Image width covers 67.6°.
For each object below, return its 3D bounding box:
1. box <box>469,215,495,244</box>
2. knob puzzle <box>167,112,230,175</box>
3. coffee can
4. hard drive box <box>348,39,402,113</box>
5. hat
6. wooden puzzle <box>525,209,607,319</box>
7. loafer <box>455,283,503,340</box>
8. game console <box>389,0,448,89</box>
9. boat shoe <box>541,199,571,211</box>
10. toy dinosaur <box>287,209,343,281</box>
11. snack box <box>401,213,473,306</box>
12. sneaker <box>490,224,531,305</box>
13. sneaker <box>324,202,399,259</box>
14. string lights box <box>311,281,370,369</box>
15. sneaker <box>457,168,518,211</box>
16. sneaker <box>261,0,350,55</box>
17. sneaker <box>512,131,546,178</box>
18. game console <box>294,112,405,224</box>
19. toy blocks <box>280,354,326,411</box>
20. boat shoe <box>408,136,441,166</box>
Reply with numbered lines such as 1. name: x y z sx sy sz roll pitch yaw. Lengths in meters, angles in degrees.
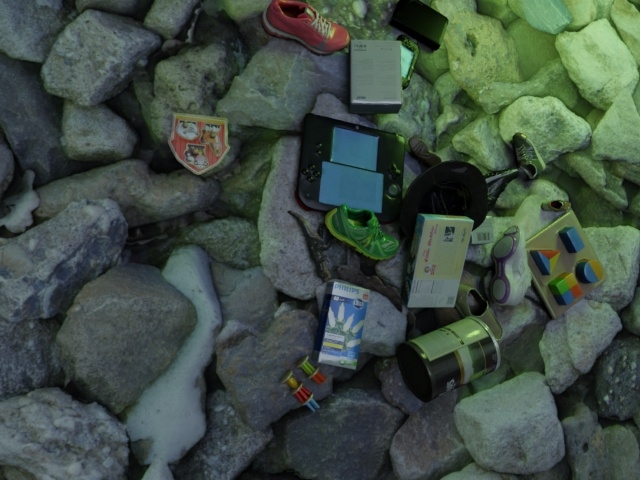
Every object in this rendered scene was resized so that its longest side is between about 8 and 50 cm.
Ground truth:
1. box: 0.569 -0.034 1.755 0.101 0.087 0.102 -4 84 -18
2. knob puzzle: -0.381 -0.303 1.505 0.212 0.030 0.214 2 83 -18
3. coffee can: 0.426 0.392 1.600 0.275 0.201 0.202 -17 89 -19
4. hard drive box: 0.188 -0.569 1.667 0.180 0.089 0.233 1 83 -2
5. hat: 0.413 -0.134 1.676 0.330 0.134 0.332 -4 111 -11
6. wooden puzzle: 0.969 0.090 1.876 0.347 0.080 0.322 -31 94 -19
7. loafer: 0.569 0.268 1.718 0.102 0.092 0.268 -45 98 -17
8. game console: 0.341 -0.726 1.783 0.213 0.044 0.362 23 78 -14
9. boat shoe: 0.956 -0.139 1.916 0.135 0.045 0.050 -6 86 -19
10. toy dinosaur: 0.000 0.000 1.582 0.118 0.064 0.269 -25 89 -12
11. snack box: 0.397 0.073 1.636 0.186 0.060 0.323 3 107 -17
12. sneaker: 0.723 0.098 1.795 0.152 0.114 0.306 14 84 -29
13. sneaker: 0.155 -0.028 1.574 0.295 0.123 0.110 24 42 -27
14. string lights box: 0.067 0.275 1.561 0.133 0.076 0.260 14 80 -15
15. sneaker: 0.625 -0.176 1.793 0.283 0.107 0.124 -24 99 -11
16. sneaker: -0.037 -0.722 1.609 0.313 0.136 0.116 10 82 -17
17. sneaker: 0.807 -0.327 1.877 0.086 0.064 0.192 -44 101 -22
18. game console: 0.109 -0.242 1.644 0.385 0.060 0.343 10 81 -18
19. toy blocks: -0.035 0.456 1.512 0.123 0.054 0.148 -43 98 -6
20. boat shoe: 0.374 -0.321 1.745 0.152 0.049 0.056 40 92 -15
